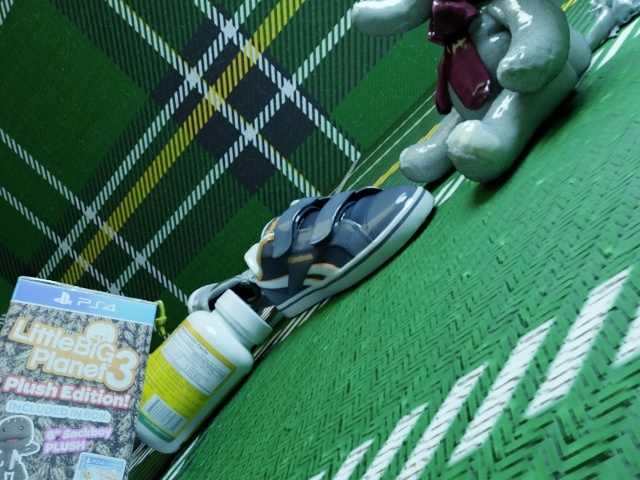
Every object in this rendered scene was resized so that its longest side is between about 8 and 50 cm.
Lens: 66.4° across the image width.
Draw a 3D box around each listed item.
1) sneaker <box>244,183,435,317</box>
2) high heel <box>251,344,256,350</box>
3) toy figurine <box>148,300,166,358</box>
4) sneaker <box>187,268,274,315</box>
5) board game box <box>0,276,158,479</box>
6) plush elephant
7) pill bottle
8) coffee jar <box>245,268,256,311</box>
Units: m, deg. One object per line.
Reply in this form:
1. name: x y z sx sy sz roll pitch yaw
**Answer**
1. sneaker: 0.000 0.000 0.652 0.321 0.127 0.126 -37 9 44
2. high heel: -0.187 0.223 0.797 0.244 0.082 0.117 -41 -28 -23
3. toy figurine: -0.387 0.253 0.914 0.363 0.191 0.217 -25 -8 -2
4. sneaker: -0.101 0.080 0.820 0.229 0.086 0.132 -25 2 -26
5. board game box: -0.300 0.224 0.527 0.232 0.141 0.290 -39 42 46
6. plush elephant: 0.165 -0.249 0.544 0.330 0.255 0.272 -45 7 8
7. pill bottle: -0.167 0.172 0.673 0.208 0.117 0.117 -48 7 -10
8. coffee jar: -0.189 0.150 1.094 0.184 0.079 0.096 -46 10 -8
